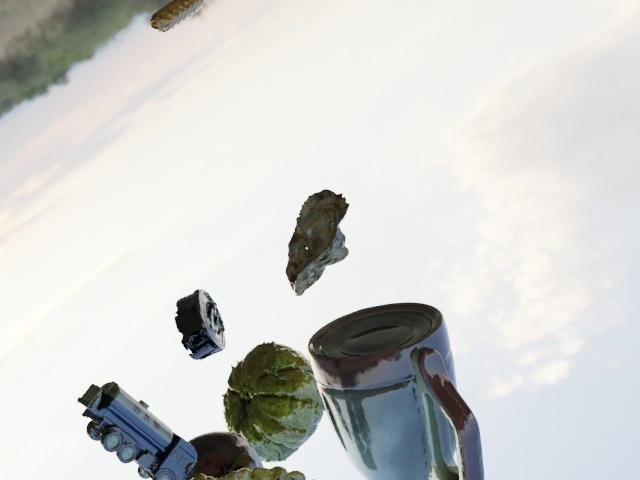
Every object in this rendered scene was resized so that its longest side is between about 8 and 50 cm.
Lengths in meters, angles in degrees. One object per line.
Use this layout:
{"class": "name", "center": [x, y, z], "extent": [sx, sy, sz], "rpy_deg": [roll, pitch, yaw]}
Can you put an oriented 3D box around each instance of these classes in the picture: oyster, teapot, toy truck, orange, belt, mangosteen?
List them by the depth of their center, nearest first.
{"class": "toy truck", "center": [-0.271, 0.283, 1.388], "extent": [0.074, 0.201, 0.088], "rpy_deg": [8, -124, 55]}
{"class": "oyster", "center": [-0.005, 0.007, 1.487], "extent": [0.105, 0.056, 0.177], "rpy_deg": [19, -89, 42]}
{"class": "teapot", "center": [0.149, 0.289, 1.566], "extent": [0.233, 0.312, 0.315], "rpy_deg": [-24, -163, -28]}
{"class": "belt", "center": [-0.204, 0.144, 1.632], "extent": [0.058, 0.105, 0.140], "rpy_deg": [-25, -148, 7]}
{"class": "mangosteen", "center": [-0.204, 0.490, 1.945], "extent": [0.216, 0.216, 0.216], "rpy_deg": [-33, -162, 13]}
{"class": "orange", "center": [-0.112, 0.415, 2.387], "extent": [0.300, 0.223, 0.301], "rpy_deg": [19, -90, 56]}

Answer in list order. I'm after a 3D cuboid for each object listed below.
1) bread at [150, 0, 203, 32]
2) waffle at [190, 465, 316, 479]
{"class": "bread", "center": [-0.271, -0.436, 1.801], "extent": [0.052, 0.044, 0.157], "rpy_deg": [-17, -156, 31]}
{"class": "waffle", "center": [-0.125, 0.470, 1.502], "extent": [0.291, 0.291, 0.051], "rpy_deg": [-40, -144, -7]}
